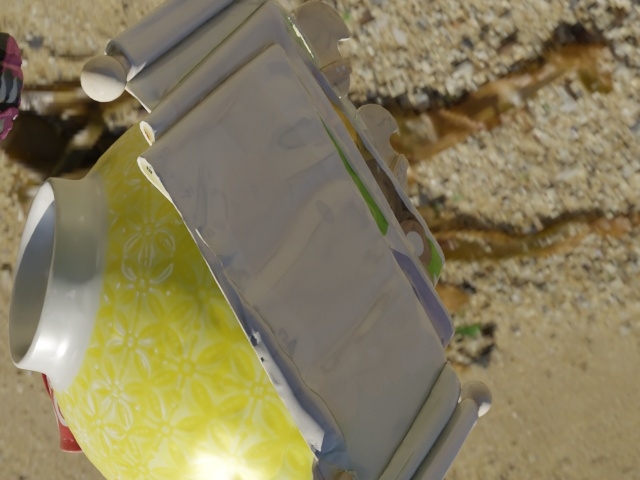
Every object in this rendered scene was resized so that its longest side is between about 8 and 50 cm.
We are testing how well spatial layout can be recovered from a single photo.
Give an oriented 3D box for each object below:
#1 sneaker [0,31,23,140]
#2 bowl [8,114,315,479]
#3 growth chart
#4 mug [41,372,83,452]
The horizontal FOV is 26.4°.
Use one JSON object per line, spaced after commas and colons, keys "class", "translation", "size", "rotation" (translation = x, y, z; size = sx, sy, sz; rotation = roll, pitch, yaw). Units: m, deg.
{"class": "sneaker", "translation": [-0.275, -0.072, 0.981], "size": [0.072, 0.077, 0.178], "rotation": [22, 83, -40]}
{"class": "bowl", "translation": [-0.101, 0.033, 0.835], "size": [0.156, 0.289, 0.290], "rotation": [10, 120, -23]}
{"class": "growth chart", "translation": [0.000, 0.000, 0.536], "size": [0.021, 0.172, 0.237], "rotation": [-22, 98, 34]}
{"class": "mug", "translation": [-0.219, 0.095, 1.234], "size": [0.150, 0.113, 0.169], "rotation": [-12, 98, 23]}
